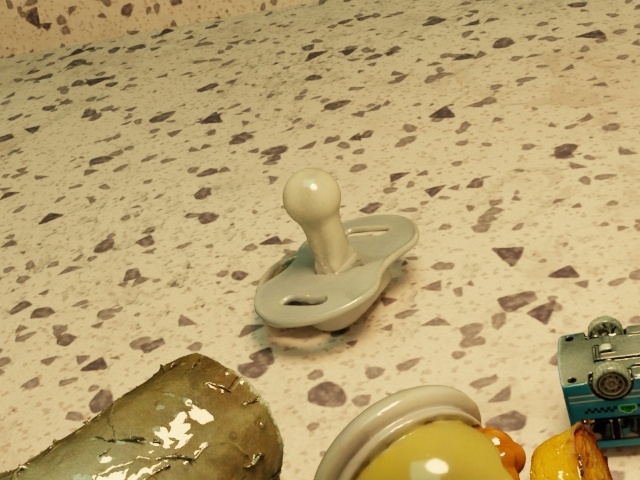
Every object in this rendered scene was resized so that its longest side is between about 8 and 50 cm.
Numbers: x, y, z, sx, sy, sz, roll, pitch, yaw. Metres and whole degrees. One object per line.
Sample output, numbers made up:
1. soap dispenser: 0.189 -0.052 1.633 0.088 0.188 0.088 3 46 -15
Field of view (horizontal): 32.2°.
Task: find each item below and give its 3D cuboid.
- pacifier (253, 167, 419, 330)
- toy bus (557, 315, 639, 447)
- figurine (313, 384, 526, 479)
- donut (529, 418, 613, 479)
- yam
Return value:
1. pacifier: 0.000 0.000 1.648 0.244 0.233 0.299 2 31 33
2. toy bus: 0.403 0.161 1.275 0.246 0.134 0.113 -8 27 14
3. figurine: 0.108 0.276 1.070 0.224 0.205 0.382 -43 15 3
4. donut: 0.264 0.268 1.146 0.078 0.146 0.181 -20 29 20
5. yam: -0.218 0.291 1.216 0.241 0.241 0.348 15 39 43
